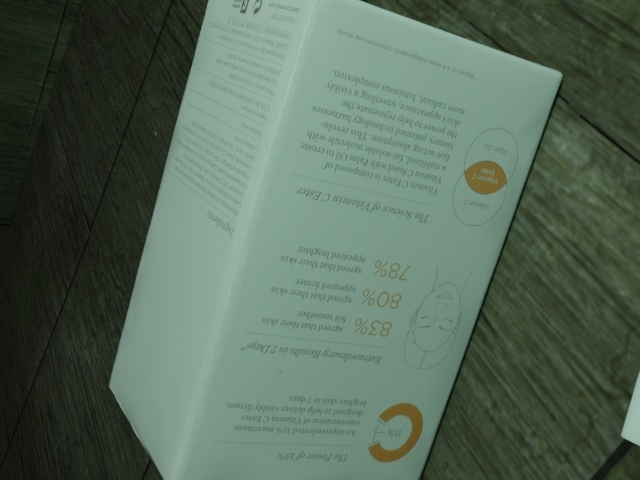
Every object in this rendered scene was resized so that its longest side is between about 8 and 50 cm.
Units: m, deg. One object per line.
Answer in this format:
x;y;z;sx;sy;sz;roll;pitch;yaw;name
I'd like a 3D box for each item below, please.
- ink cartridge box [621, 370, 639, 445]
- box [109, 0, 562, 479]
0.236;0.027;0.364;0.127;0.128;0.176;24;101;57;ink cartridge box
0.000;0.000;0.663;0.168;0.215;0.345;34;110;56;box
